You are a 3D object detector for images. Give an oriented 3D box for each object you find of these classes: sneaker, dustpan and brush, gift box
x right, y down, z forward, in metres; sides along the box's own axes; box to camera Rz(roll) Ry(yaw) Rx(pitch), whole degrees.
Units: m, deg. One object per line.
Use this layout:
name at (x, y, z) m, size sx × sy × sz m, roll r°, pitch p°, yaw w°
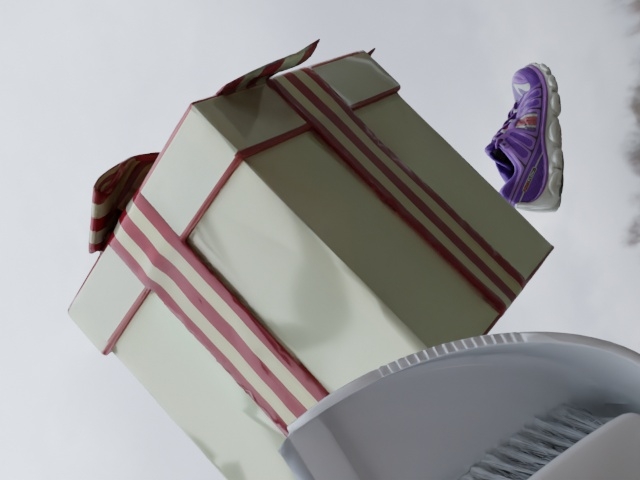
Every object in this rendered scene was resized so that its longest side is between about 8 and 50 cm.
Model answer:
sneaker at (0.193, -0.103, 0.765) m, size 0.068 × 0.071 × 0.170 m, roll 79°, pitch -164°, yaw -55°
dustpan and brush at (0.110, 0.076, 0.294) m, size 0.147 × 0.211 × 0.060 m, roll 57°, pitch 169°, yaw 3°
gift box at (0.000, 0.000, 0.603) m, size 0.258 × 0.276 × 0.255 m, roll 45°, pitch -149°, yaw 8°
